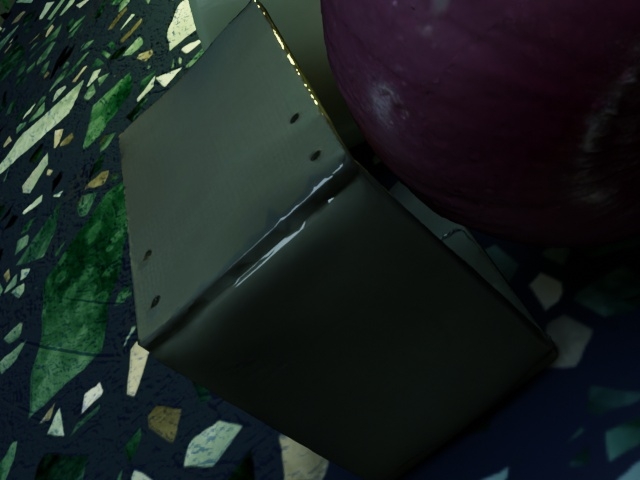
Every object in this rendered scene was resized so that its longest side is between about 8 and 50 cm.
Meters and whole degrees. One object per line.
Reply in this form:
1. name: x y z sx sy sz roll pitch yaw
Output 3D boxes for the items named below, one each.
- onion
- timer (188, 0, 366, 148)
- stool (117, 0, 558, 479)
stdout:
1. onion: 0.195 -0.143 0.480 0.345 0.358 0.358 40 91 11
2. timer: 0.080 -0.247 0.757 0.315 0.291 0.290 -14 48 26
3. stool: 0.000 0.000 0.620 0.170 0.244 0.269 -41 36 13
